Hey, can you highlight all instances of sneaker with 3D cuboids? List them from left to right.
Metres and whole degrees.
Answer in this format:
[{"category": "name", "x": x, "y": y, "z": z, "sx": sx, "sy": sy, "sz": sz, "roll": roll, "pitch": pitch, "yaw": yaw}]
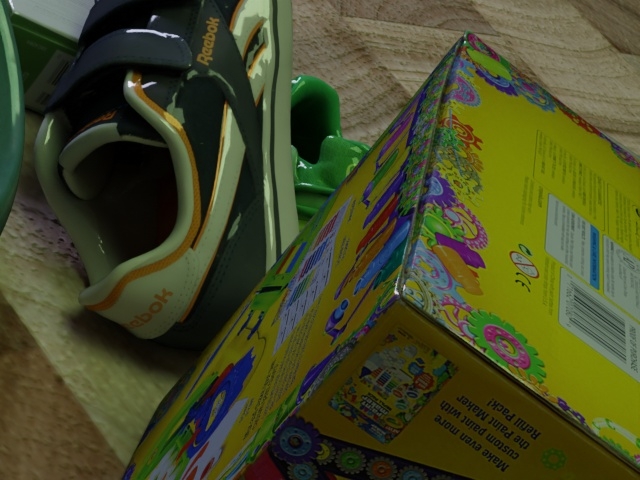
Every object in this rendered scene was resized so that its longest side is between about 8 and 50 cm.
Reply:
[{"category": "sneaker", "x": -0.093, "y": -0.092, "z": 0.966, "sx": 0.127, "sy": 0.126, "sz": 0.321, "roll": 14, "pitch": 57, "yaw": -40}, {"category": "sneaker", "x": 0.000, "y": 0.000, "z": 1.028, "sx": 0.109, "sy": 0.123, "sz": 0.295, "roll": 20, "pitch": 33, "yaw": -38}]

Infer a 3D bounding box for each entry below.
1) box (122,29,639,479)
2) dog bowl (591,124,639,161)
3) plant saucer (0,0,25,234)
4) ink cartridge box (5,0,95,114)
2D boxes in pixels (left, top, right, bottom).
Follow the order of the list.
[{"category": "box", "x": 0.035, "y": 0.102, "z": 0.731, "sx": 0.177, "sy": 0.279, "sz": 0.290, "roll": 36, "pitch": 26, "yaw": -8}, {"category": "dog bowl", "x": 0.200, "y": 0.082, "z": 1.145, "sx": 0.408, "sy": 0.150, "sz": 0.408, "roll": 31, "pitch": 27, "yaw": -18}, {"category": "plant saucer", "x": -0.235, "y": -0.118, "z": 0.811, "sx": 0.317, "sy": 0.043, "sz": 0.318, "roll": 54, "pitch": 25, "yaw": -41}, {"category": "ink cartridge box", "x": -0.193, "y": -0.171, "z": 1.106, "sx": 0.109, "sy": 0.062, "sz": 0.209, "roll": 23, "pitch": 31, "yaw": -37}]
